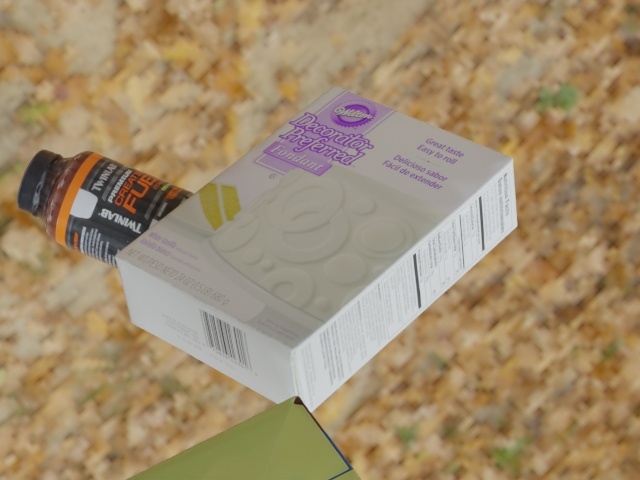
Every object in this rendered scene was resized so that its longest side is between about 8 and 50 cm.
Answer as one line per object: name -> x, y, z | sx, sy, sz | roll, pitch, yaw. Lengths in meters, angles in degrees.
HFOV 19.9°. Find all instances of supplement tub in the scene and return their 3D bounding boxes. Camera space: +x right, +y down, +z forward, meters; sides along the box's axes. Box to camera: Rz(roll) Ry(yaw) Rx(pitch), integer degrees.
supplement tub -> -0.214, -0.027, 1.903 | 0.106, 0.198, 0.106 | 22, 90, -83

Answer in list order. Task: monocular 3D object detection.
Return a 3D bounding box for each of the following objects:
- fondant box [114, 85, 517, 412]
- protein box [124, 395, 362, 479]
fondant box -> 0.000, 0.000, 1.780 | 0.330, 0.238, 0.096 | -39, 138, -32
protein box -> -0.057, 0.264, 1.369 | 0.200, 0.136, 0.201 | -25, 134, -15
